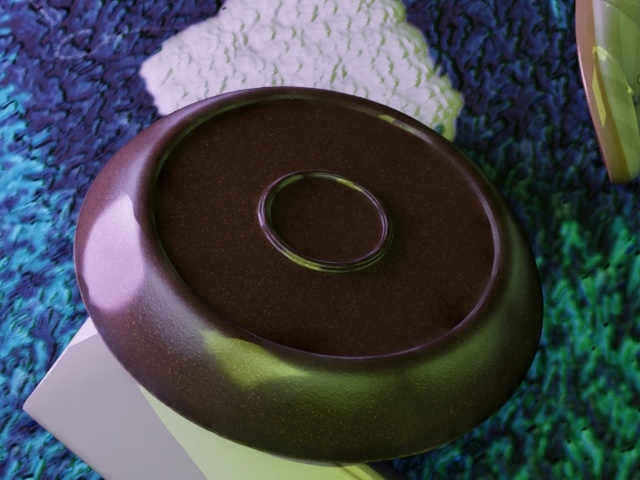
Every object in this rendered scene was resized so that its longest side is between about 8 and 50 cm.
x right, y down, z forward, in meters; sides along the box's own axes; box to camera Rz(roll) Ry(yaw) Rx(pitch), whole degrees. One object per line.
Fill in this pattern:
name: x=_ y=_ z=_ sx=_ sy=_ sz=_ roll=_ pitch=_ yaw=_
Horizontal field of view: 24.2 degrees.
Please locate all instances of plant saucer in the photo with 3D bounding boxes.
plant saucer: x=0.000 y=0.000 z=0.961 sx=0.311 sy=0.050 sz=0.310 roll=8 pitch=46 yaw=-8

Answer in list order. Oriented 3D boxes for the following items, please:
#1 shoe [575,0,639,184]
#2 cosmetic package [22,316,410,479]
shoe: x=0.207 y=-0.146 z=1.023 sx=0.058 sy=0.076 sz=0.219 roll=-8 pitch=74 yaw=16
cosmetic package: x=-0.024 y=0.164 z=0.964 sx=0.309 sy=0.160 sz=0.113 roll=35 pitch=88 yaw=17
